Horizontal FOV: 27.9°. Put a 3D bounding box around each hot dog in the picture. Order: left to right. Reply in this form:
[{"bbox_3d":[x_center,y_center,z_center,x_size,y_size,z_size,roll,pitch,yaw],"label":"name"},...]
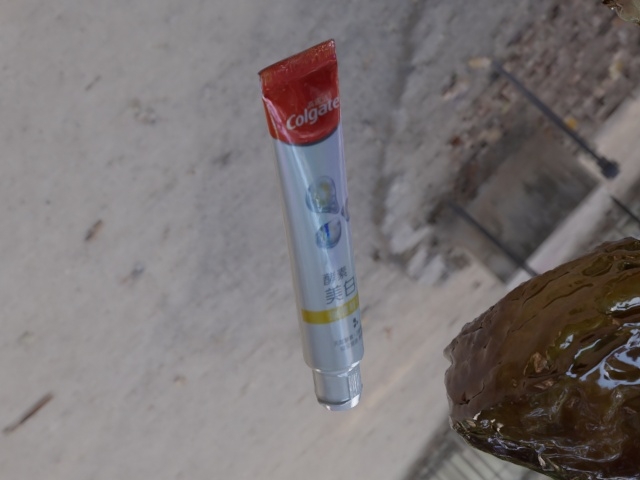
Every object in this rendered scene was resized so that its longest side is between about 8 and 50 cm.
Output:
[{"bbox_3d":[0.285,0.126,0.964,0.267,0.388,0.174,-44,-155,63],"label":"hot dog"}]

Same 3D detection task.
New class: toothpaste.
[{"bbox_3d":[0.000,0.000,0.619,0.048,0.031,0.190,-29,126,-34],"label":"toothpaste"}]

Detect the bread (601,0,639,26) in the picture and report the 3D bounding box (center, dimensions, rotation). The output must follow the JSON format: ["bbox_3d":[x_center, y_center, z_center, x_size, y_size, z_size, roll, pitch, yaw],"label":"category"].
[{"bbox_3d":[0.126,-0.101,0.409,0.233,0.105,0.076,19,109,-20],"label":"bread"}]
